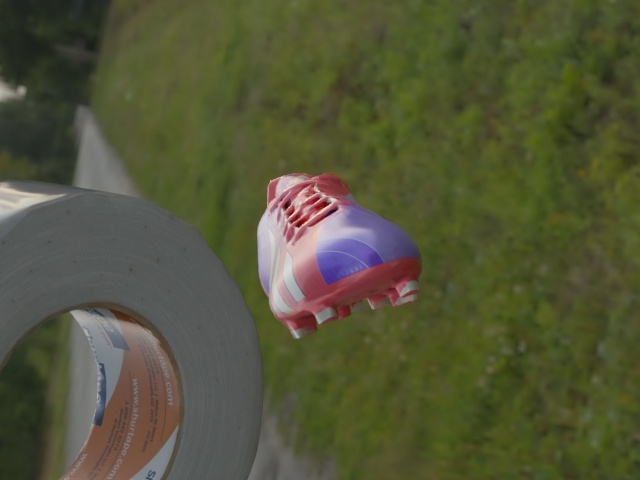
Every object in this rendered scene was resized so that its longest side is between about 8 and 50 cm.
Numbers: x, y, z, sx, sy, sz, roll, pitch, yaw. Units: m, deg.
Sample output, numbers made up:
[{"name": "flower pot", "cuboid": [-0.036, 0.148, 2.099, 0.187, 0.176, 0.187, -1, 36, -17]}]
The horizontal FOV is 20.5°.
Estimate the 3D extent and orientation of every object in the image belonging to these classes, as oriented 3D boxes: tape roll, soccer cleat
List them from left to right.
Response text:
[{"name": "tape roll", "cuboid": [-0.132, 0.082, 0.846, 0.072, 0.219, 0.219, 10, 87, 48]}, {"name": "soccer cleat", "cuboid": [0.000, 0.000, 1.008, 0.248, 0.083, 0.095, 155, 97, -84]}]
